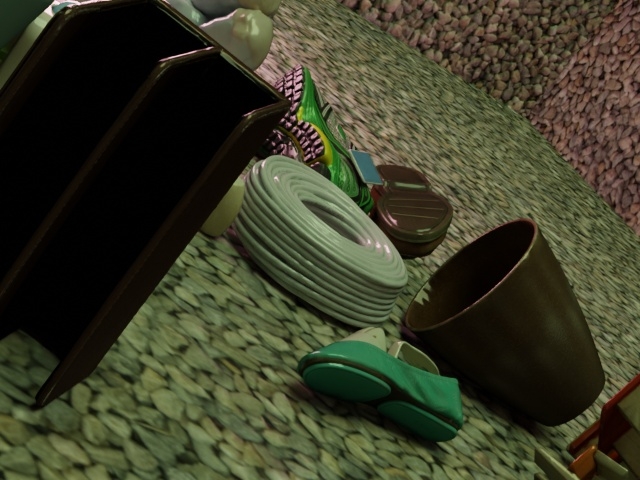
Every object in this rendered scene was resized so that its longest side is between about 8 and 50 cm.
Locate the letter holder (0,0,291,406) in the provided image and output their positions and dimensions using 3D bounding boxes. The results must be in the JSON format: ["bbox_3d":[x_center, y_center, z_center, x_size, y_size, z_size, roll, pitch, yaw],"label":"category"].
[{"bbox_3d":[-0.189,-0.023,1.060,0.152,0.302,0.214,39,17,2],"label":"letter holder"}]

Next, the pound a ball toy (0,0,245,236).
[{"bbox_3d":[-0.226,-0.162,1.647,0.319,0.136,0.208,28,19,-28],"label":"pound a ball toy"}]

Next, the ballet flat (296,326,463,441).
[{"bbox_3d":[0.066,0.144,1.510,0.247,0.083,0.087,30,51,-38],"label":"ballet flat"}]

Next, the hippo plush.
[{"bbox_3d":[-0.203,-0.308,1.851,0.236,0.234,0.294,22,6,-20],"label":"hippo plush"}]

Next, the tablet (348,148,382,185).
[{"bbox_3d":[0.065,-0.104,1.987,0.054,0.006,0.083,65,19,9],"label":"tablet"}]

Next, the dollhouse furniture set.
[{"bbox_3d":[0.368,0.232,1.680,0.135,0.262,0.259,45,-16,29],"label":"dollhouse furniture set"}]

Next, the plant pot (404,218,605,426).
[{"bbox_3d":[0.267,0.127,1.828,0.230,0.215,0.215,49,14,-13],"label":"plant pot"}]

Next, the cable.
[{"bbox_3d":[0.000,0.000,1.762,0.257,0.089,0.257,37,16,-4],"label":"cable"}]

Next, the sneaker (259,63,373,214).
[{"bbox_3d":[-0.017,-0.135,2.068,0.146,0.134,0.343,35,24,-34],"label":"sneaker"}]

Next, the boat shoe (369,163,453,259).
[{"bbox_3d":[0.127,-0.020,2.021,0.110,0.104,0.307,8,18,-2],"label":"boat shoe"}]

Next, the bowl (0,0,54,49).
[{"bbox_3d":[-0.379,-0.338,1.475,0.311,0.163,0.312,-19,90,-86],"label":"bowl"}]
